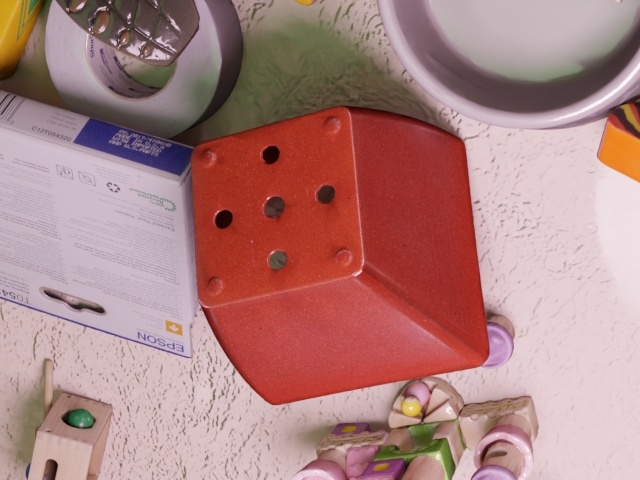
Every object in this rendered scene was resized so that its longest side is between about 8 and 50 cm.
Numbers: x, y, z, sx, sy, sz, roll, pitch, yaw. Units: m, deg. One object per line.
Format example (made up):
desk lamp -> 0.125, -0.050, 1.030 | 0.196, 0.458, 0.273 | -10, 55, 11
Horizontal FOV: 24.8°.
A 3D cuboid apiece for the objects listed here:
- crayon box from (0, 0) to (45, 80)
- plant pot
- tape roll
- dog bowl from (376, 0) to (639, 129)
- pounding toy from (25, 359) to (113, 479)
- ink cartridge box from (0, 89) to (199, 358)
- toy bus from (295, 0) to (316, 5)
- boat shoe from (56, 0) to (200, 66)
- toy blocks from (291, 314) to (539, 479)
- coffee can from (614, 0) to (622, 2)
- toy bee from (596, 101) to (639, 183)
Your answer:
crayon box -> -0.418, -0.328, 1.697 | 0.203, 0.083, 0.323 | 33, 113, 6
plant pot -> 0.000, 0.000, 1.519 | 0.267, 0.236, 0.267 | -13, 68, 22
tape roll -> -0.202, -0.223, 1.665 | 0.219, 0.072, 0.219 | 5, 109, 16
dog bowl -> 0.214, -0.273, 1.496 | 0.349, 0.102, 0.349 | 6, 108, 17
pounding toy -> -0.325, 0.249, 1.828 | 0.100, 0.130, 0.141 | 15, 111, 1
ink cartridge box -> -0.292, -0.023, 1.724 | 0.324, 0.071, 0.330 | 17, 143, 11
toy bus -> -0.133, -0.373, 1.563 | 0.332, 0.130, 0.108 | 32, 113, 7
boat shoe -> -0.266, -0.315, 1.559 | 0.324, 0.120, 0.122 | 40, 92, -8
toy blocks -> 0.094, 0.245, 1.607 | 0.288, 0.260, 0.309 | -10, 103, 21
coffee can -> 0.175, -0.352, 1.319 | 0.275, 0.201, 0.201 | 21, 112, 11
toy bee -> 0.437, -0.051, 1.484 | 0.298, 0.162, 0.195 | 52, 146, 11
